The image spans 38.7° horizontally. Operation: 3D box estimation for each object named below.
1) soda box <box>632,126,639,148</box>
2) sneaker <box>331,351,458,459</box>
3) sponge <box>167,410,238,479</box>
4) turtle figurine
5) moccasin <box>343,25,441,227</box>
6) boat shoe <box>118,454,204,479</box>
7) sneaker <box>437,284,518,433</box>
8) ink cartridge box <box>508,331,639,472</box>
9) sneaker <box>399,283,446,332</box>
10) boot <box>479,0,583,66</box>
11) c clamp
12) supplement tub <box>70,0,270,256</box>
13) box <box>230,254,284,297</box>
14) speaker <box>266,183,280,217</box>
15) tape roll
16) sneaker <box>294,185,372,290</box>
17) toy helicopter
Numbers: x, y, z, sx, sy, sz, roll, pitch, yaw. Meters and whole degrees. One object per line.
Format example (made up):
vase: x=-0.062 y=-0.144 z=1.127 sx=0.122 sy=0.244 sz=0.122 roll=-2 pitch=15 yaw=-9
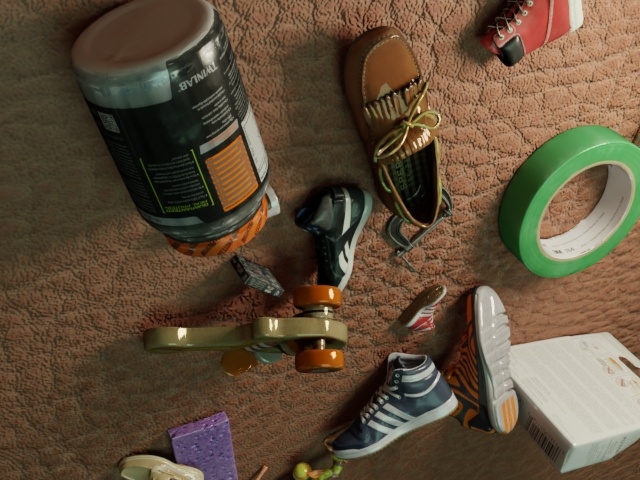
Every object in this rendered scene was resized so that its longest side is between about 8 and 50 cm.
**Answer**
soda box: x=0.693 y=-0.244 z=1.824 sx=0.058 sy=0.063 sz=0.183 roll=-3 pitch=125 yaw=-28
sneaker: x=0.130 y=0.337 z=1.896 sx=0.282 sy=0.099 sz=0.153 roll=-26 pitch=107 yaw=2
sponge: x=-0.231 y=0.434 z=1.817 sx=0.117 sy=0.031 sz=0.210 roll=-18 pitch=131 yaw=-17
turtle figurine: x=-0.010 y=0.541 z=1.991 sx=0.269 sy=0.087 sz=0.217 roll=-28 pitch=133 yaw=-9
moccasin: x=0.128 y=-0.173 z=1.483 sx=0.139 sy=0.147 sz=0.380 roll=-23 pitch=132 yaw=-14
boat shoe: x=-0.304 y=0.458 z=1.747 sx=0.170 sy=0.059 sz=0.063 roll=16 pitch=125 yaw=-17
sneaker: x=0.305 y=0.255 z=1.938 sx=0.125 sy=0.180 sz=0.321 roll=-12 pitch=97 yaw=-50
ink cartridge box: x=0.596 y=0.348 z=2.052 sx=0.385 sy=0.308 sz=0.091 roll=-4 pitch=126 yaw=-30
sneaker: x=0.223 y=0.140 z=1.853 sx=0.118 sy=0.042 sz=0.067 roll=-44 pitch=130 yaw=17
boot: x=0.328 y=-0.399 z=1.476 sx=0.176 sy=0.088 sz=0.244 roll=-31 pitch=137 yaw=-5
c clamp: x=0.192 y=-0.030 z=1.723 sx=0.160 sy=0.022 sz=0.137 roll=-46 pitch=129 yaw=10
supplement tub: x=-0.192 y=-0.150 z=1.270 sx=0.207 sy=0.207 sz=0.338 roll=-26 pitch=133 yaw=-11
box: x=-0.110 y=0.062 z=1.578 sx=0.083 sy=0.067 sz=0.018 roll=26 pitch=108 yaw=-42
speaker: x=-0.138 y=-0.045 z=1.489 sx=0.136 sy=0.055 sz=0.055 roll=-22 pitch=132 yaw=-14
tape roll: x=0.514 y=-0.075 z=1.838 sx=0.321 sy=0.077 sz=0.321 roll=-17 pitch=131 yaw=-20
sneaker: x=0.000 y=0.000 z=1.597 sx=0.121 sy=0.079 sz=0.216 roll=6 pitch=112 yaw=-30
toy helicopter: x=-0.130 y=0.171 z=1.601 sx=0.355 sy=0.140 sz=0.235 roll=-1 pitch=166 yaw=-7
